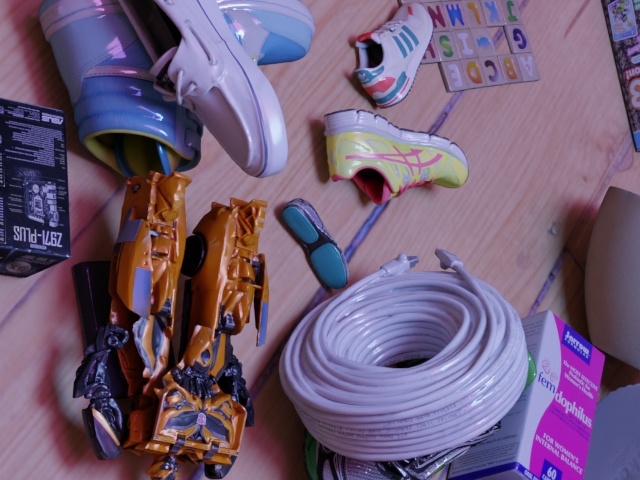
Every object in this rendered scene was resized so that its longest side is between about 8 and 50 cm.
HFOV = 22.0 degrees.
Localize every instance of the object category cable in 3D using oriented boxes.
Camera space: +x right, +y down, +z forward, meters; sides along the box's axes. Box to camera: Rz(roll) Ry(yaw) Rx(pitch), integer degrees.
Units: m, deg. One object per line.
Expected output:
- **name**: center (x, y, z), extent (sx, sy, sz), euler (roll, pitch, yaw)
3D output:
- **cable**: center (0.085, 0.125, 1.706), extent (0.257, 0.257, 0.089), euler (-24, 121, -17)

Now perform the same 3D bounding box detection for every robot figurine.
- **robot figurine**: center (-0.131, 0.090, 1.576), extent (0.211, 0.085, 0.291), euler (17, 70, -41)

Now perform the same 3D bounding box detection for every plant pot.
- **plant pot**: center (0.447, 0.081, 2.089), extent (0.284, 0.284, 0.191), euler (28, 91, -34)

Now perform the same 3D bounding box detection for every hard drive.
- **hard drive**: center (-0.188, 0.086, 1.608), extent (0.094, 0.022, 0.135), euler (-1, 76, -44)

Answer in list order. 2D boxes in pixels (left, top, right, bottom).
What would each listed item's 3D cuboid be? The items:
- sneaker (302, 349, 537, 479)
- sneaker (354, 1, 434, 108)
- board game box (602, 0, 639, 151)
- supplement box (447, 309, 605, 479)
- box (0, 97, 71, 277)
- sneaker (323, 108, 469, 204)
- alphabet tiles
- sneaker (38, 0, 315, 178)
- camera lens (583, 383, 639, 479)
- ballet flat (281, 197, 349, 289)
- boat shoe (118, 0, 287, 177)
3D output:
- **sneaker**: center (0.107, 0.188, 1.771), extent (0.343, 0.146, 0.134), euler (-39, 103, -44)
- **sneaker**: center (0.084, -0.238, 1.973), extent (0.075, 0.057, 0.161), euler (42, 52, -33)
- **board game box**: center (0.547, -0.280, 2.382), extent (0.232, 0.141, 0.291), euler (0, 75, -44)
- **supplement box**: center (0.241, 0.208, 1.919), extent (0.111, 0.114, 0.220), euler (37, 50, -28)
- **box**: center (-0.322, -0.054, 1.490), extent (0.180, 0.077, 0.147), euler (9, 68, -42)
- **sneaker**: center (0.084, -0.081, 1.908), extent (0.209, 0.081, 0.094), euler (15, 72, -33)
- **alphabet tiles**: center (0.185, -0.292, 2.129), extent (0.237, 0.009, 0.198), euler (-12, 84, -47)
- **sneaker**: center (-0.129, -0.150, 1.688), extent (0.319, 0.127, 0.208), euler (-4, 75, -35)
- **camera lens**: center (0.464, 0.301, 2.023), extent (0.274, 0.219, 0.219), euler (21, 61, -38)
- **ballet flat**: center (0.000, 0.000, 1.816), extent (0.114, 0.041, 0.041), euler (57, 45, -14)
- **boat shoe**: center (-0.124, -0.165, 1.569), extent (0.084, 0.095, 0.258), euler (-23, 75, -35)
